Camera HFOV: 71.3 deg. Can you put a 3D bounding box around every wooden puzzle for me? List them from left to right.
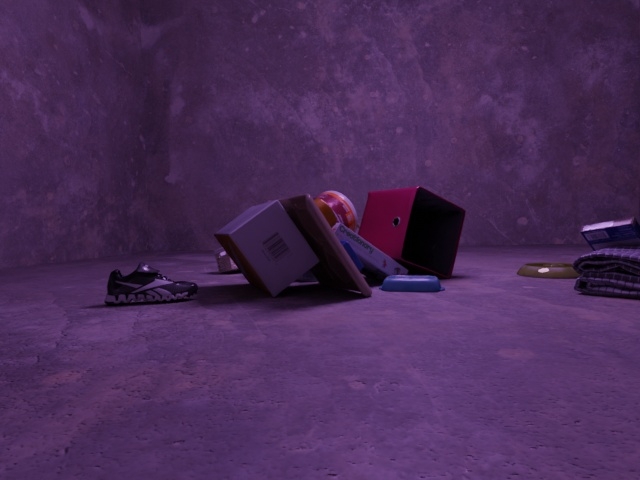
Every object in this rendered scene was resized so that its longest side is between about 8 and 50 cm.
[{"bbox_3d":[0.000,0.000,1.293,0.080,0.322,0.348,-38,17,-17],"label":"wooden puzzle"}]

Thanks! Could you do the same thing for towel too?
[{"bbox_3d":[0.821,0.075,1.121,0.235,0.121,0.284,-4,4,-44],"label":"towel"}]

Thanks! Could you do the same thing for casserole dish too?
[{"bbox_3d":[0.264,0.124,1.301,0.189,0.036,0.114,-2,1,19],"label":"casserole dish"}]

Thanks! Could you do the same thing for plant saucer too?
[{"bbox_3d":[0.816,0.101,1.560,0.241,0.037,0.241,-1,3,0],"label":"plant saucer"}]

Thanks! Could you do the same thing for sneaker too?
[{"bbox_3d":[-0.445,0.110,1.179,0.234,0.106,0.078,-2,3,-14],"label":"sneaker"}]

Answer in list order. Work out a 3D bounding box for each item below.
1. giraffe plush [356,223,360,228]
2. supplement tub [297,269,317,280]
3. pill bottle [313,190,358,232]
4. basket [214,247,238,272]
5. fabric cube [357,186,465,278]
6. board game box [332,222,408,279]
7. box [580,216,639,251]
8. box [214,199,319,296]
[{"bbox_3d":[0.129,0.056,1.766,0.171,0.210,0.181,-26,-23,-17],"label":"giraffe plush"},{"bbox_3d":[-0.035,0.044,1.575,0.117,0.190,0.117,-2,2,0],"label":"supplement tub"},{"bbox_3d":[-0.048,-0.031,1.799,0.224,0.224,0.392,1,27,46],"label":"pill bottle"},{"bbox_3d":[-0.349,0.076,1.901,0.167,0.103,0.113,-5,-9,-46],"label":"basket"},{"bbox_3d":[0.309,-0.027,1.581,0.259,0.254,0.258,21,-9,-32],"label":"fabric cube"},{"bbox_3d":[0.115,0.041,1.454,0.305,0.053,0.193,33,-15,-26],"label":"board game box"},{"bbox_3d":[0.868,0.030,1.278,0.136,0.225,0.036,-15,34,55],"label":"box"},{"bbox_3d":[-0.178,0.019,1.360,0.168,0.215,0.345,-38,12,-15],"label":"box"}]
